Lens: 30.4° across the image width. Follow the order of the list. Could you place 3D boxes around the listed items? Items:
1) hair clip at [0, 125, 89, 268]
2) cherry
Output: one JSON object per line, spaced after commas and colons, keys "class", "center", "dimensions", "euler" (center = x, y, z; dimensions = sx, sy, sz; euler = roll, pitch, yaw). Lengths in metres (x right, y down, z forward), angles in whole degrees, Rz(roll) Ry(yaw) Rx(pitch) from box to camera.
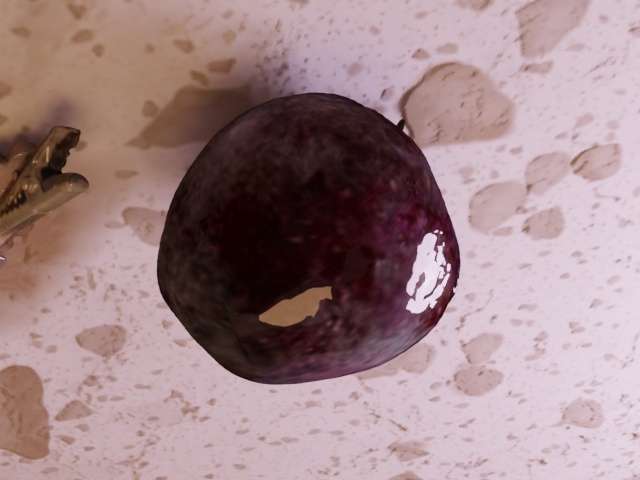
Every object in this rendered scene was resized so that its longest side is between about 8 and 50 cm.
{"class": "hair clip", "center": [-0.217, -0.014, 0.787], "dimensions": [0.062, 0.056, 0.214], "euler": [4, 152, -42]}
{"class": "cherry", "center": [-0.009, 0.006, 0.746], "dimensions": [0.195, 0.195, 0.195], "euler": [-5, 142, -4]}
